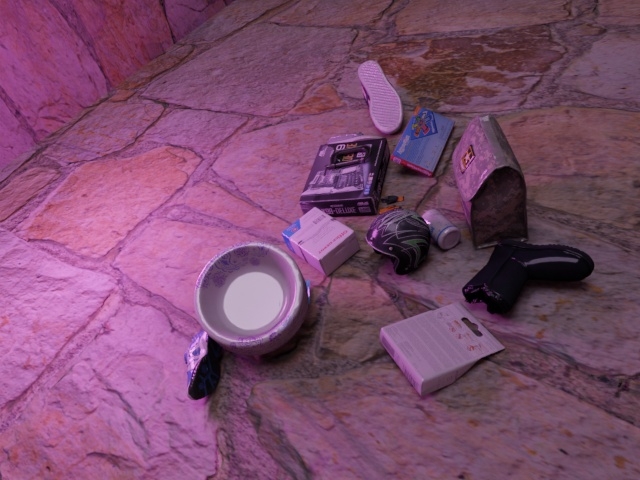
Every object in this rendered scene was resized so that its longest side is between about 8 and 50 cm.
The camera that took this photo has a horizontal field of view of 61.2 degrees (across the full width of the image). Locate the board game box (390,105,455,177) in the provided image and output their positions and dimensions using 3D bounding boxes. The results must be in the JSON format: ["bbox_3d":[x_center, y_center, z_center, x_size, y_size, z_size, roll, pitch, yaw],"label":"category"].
[{"bbox_3d":[0.343,-0.334,1.795,0.145,0.027,0.281,26,54,6],"label":"board game box"}]

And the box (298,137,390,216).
[{"bbox_3d":[0.085,-0.207,1.774,0.242,0.076,0.307,-1,45,21],"label":"box"}]

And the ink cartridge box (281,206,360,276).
[{"bbox_3d":[0.000,0.000,1.586,0.139,0.082,0.190,-38,45,-18],"label":"ink cartridge box"}]

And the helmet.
[{"bbox_3d":[0.210,-0.007,1.447,0.169,0.162,0.169,-12,42,11],"label":"helmet"}]

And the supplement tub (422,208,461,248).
[{"bbox_3d":[0.331,-0.031,1.493,0.071,0.071,0.107,-28,41,-8],"label":"supplement tub"}]

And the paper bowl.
[{"bbox_3d":[-0.171,0.156,1.405,0.284,0.148,0.284,-4,64,7],"label":"paper bowl"}]

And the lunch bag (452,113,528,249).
[{"bbox_3d":[0.443,-0.159,1.421,0.168,0.287,0.235,-10,43,12],"label":"lunch bag"}]

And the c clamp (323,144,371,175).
[{"bbox_3d":[0.089,-0.262,1.759,0.160,0.022,0.137,-13,37,12],"label":"c clamp"}]

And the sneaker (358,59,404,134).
[{"bbox_3d":[0.236,-0.515,2.019,0.126,0.127,0.321,-19,66,11],"label":"sneaker"}]

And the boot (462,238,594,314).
[{"bbox_3d":[0.483,0.098,1.273,0.246,0.094,0.207,13,48,41],"label":"boot"}]

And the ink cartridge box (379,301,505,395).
[{"bbox_3d":[0.278,0.243,1.257,0.224,0.056,0.181,-14,38,-21],"label":"ink cartridge box"}]

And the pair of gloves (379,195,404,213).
[{"bbox_3d":[0.219,-0.112,1.669,0.074,0.010,0.083,-4,43,19],"label":"pair of gloves"}]

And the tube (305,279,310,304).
[{"bbox_3d":[-0.129,0.154,1.508,0.207,0.052,0.080,-7,56,9],"label":"tube"}]

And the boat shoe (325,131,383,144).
[{"bbox_3d":[0.121,-0.348,1.907,0.227,0.079,0.081,-4,49,23],"label":"boat shoe"}]

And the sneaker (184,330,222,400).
[{"bbox_3d":[-0.308,0.319,1.392,0.081,0.080,0.211,-23,35,23],"label":"sneaker"}]
